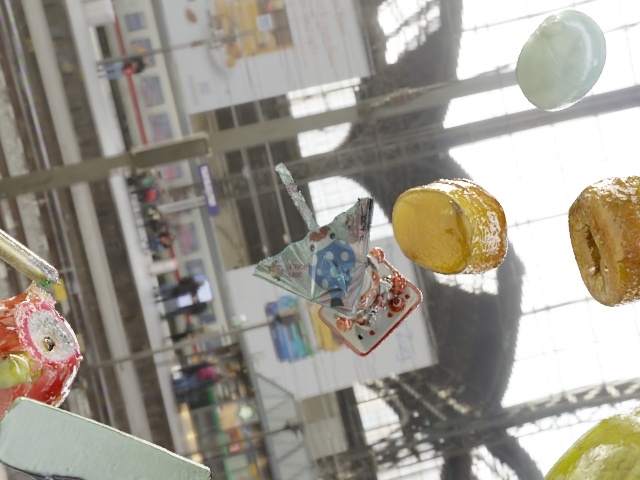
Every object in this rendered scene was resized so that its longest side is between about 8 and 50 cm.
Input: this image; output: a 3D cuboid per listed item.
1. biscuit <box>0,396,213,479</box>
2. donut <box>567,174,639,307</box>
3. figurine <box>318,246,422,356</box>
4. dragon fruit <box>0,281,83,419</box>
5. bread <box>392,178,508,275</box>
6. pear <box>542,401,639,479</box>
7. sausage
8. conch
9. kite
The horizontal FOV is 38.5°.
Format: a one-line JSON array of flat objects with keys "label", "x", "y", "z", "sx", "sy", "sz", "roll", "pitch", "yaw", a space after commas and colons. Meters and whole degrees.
[{"label": "biscuit", "x": -0.291, "y": 0.303, "z": 1.235, "sx": 0.038, "sy": 0.322, "sz": 0.099, "roll": 0, "pitch": -115, "yaw": 54}, {"label": "donut", "x": 0.487, "y": 0.001, "z": 1.498, "sx": 0.226, "sy": 0.114, "sz": 0.226, "roll": 166, "pitch": -90, "yaw": -88}, {"label": "figurine", "x": 0.064, "y": 0.084, "z": 1.782, "sx": 0.160, "sy": 0.183, "sz": 0.226, "roll": 42, "pitch": -6, "yaw": 33}, {"label": "dragon fruit", "x": -0.480, "y": 0.186, "z": 1.366, "sx": 0.224, "sy": 0.227, "sz": 0.224, "roll": 50, "pitch": 12, "yaw": -15}, {"label": "bread", "x": 0.270, "y": -0.028, "z": 1.894, "sx": 0.269, "sy": 0.142, "sz": 0.195, "roll": 20, "pitch": -66, "yaw": 51}, {"label": "pear", "x": 0.442, "y": 0.384, "z": 1.142, "sx": 0.352, "sy": 0.413, "sz": 0.352, "roll": 34, "pitch": -18, "yaw": 12}, {"label": "sausage", "x": -0.466, "y": -0.010, "z": 1.273, "sx": 0.269, "sy": 0.033, "sz": 0.033, "roll": 32, "pitch": -22, "yaw": 12}, {"label": "conch", "x": 0.514, "y": -0.383, "z": 1.962, "sx": 0.121, "sy": 0.185, "sz": 0.221, "roll": -39, "pitch": 138, "yaw": -66}, {"label": "kite", "x": 0.000, "y": 0.000, "z": 1.640, "sx": 0.011, "sy": 0.335, "sz": 0.314, "roll": -13, "pitch": -74, "yaw": 48}]
